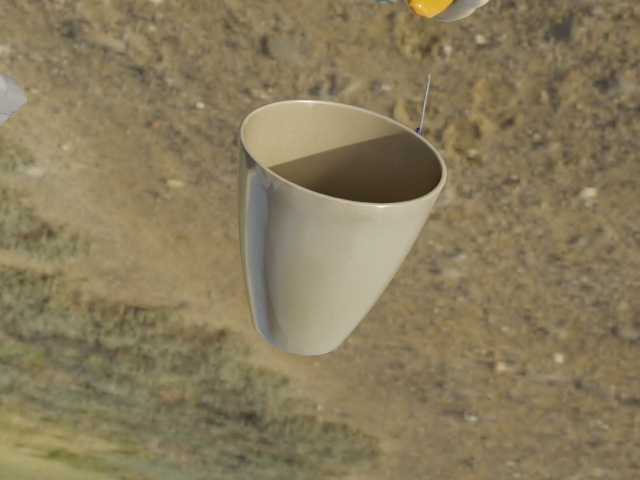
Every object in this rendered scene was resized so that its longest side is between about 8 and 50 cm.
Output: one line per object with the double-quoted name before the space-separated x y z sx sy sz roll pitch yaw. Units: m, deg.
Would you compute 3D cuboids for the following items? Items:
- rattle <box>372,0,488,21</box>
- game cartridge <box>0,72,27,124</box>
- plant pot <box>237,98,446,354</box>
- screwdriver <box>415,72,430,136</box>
"rattle" 0.082 -0.274 1.271 0.200 0.142 0.130 7 151 41
"game cartridge" -0.556 -0.160 1.454 0.230 0.068 0.355 -42 167 12
"plant pot" 0.000 0.000 1.441 0.257 0.256 0.274 11 122 -6
"screwdriver" 0.153 -0.185 1.746 0.025 0.024 0.170 34 136 36
